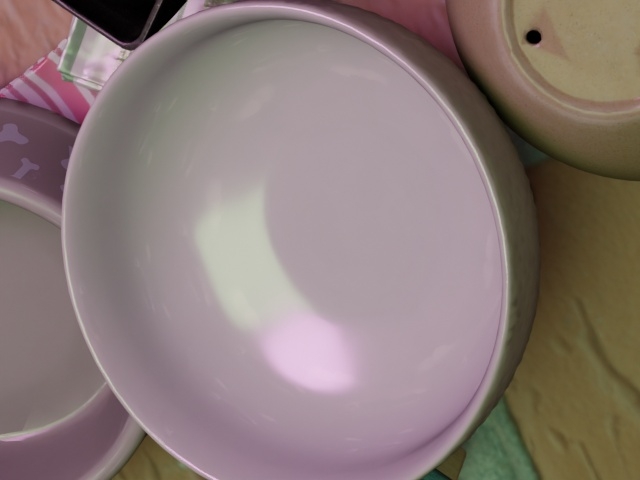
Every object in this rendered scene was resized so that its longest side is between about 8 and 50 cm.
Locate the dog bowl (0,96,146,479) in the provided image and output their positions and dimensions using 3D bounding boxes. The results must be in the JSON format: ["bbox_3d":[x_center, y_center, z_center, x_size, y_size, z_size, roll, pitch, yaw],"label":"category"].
[{"bbox_3d":[-0.269,0.068,1.330,0.348,0.102,0.349,0,115,1],"label":"dog bowl"}]

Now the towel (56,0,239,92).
[{"bbox_3d":[-0.112,-0.147,1.278,0.152,0.023,0.113,21,107,10],"label":"towel"}]

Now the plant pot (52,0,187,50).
[{"bbox_3d":[-0.128,-0.267,1.191,0.187,0.167,0.188,34,115,9],"label":"plant pot"}]

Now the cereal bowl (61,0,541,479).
[{"bbox_3d":[0.000,0.000,1.171,0.339,0.141,0.339,8,108,28],"label":"cereal bowl"}]

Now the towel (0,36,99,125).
[{"bbox_3d":[-0.151,-0.100,1.329,0.197,0.029,0.144,-35,93,26],"label":"towel"}]

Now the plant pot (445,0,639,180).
[{"bbox_3d":[0.197,-0.158,1.085,0.284,0.191,0.284,6,108,19],"label":"plant pot"}]

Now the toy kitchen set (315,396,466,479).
[{"bbox_3d":[-0.012,0.231,1.288,0.122,0.166,0.207,33,131,-5],"label":"toy kitchen set"}]
